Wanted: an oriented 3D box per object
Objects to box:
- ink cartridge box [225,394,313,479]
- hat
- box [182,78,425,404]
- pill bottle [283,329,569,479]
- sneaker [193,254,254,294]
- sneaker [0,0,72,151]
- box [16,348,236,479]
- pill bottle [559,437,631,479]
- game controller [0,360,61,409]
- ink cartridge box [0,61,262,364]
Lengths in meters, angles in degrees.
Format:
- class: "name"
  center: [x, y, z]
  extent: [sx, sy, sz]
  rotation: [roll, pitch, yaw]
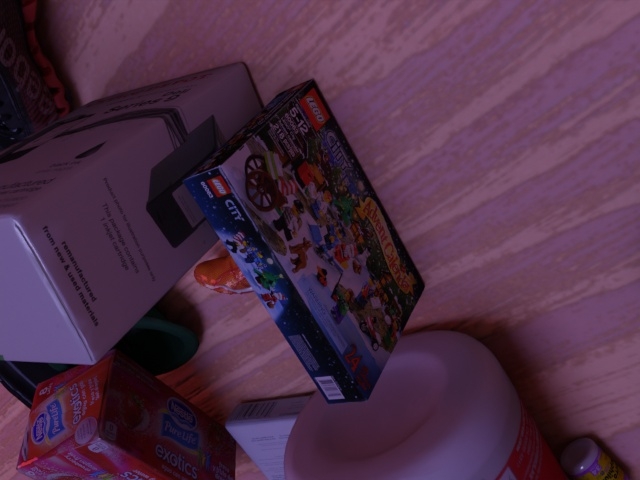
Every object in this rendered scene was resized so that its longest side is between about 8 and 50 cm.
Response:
- class: "ink cartridge box"
  center: [0.023, 0.286, 0.898]
  extent: [0.223, 0.045, 0.224]
  rotation: [-16, 116, 36]
- class: "hat"
  center: [-0.263, 0.059, 0.898]
  extent: [0.208, 0.184, 0.173]
  rotation: [18, 137, -40]
- class: "box"
  center: [0.000, 0.000, 0.616]
  extent: [0.044, 0.159, 0.233]
  rotation: [-14, 117, 37]
- class: "pill bottle"
  center: [0.158, 0.310, 0.720]
  extent: [0.229, 0.229, 0.408]
  rotation: [-18, 114, 37]
- class: "sneaker"
  center: [-0.056, 0.019, 0.740]
  extent: [0.175, 0.064, 0.067]
  rotation: [-7, 101, 26]
- class: "sneaker"
  center: [-0.319, -0.164, 0.682]
  extent: [0.097, 0.135, 0.276]
  rotation: [14, 131, 16]
- class: "box"
  center: [-0.227, 0.262, 0.892]
  extent: [0.128, 0.123, 0.257]
  rotation: [-24, 133, 18]
- class: "pill bottle"
  center: [0.285, 0.242, 0.725]
  extent: [0.083, 0.043, 0.043]
  rotation: [44, 132, -9]
- class: "game controller"
  center: [-0.345, 0.250, 1.071]
  extent: [0.319, 0.067, 0.166]
  rotation: [42, 118, -7]
- class: "ink cartridge box"
  center: [-0.194, -0.033, 0.611]
  extent: [0.211, 0.289, 0.122]
  rotation: [-5, 119, 31]
